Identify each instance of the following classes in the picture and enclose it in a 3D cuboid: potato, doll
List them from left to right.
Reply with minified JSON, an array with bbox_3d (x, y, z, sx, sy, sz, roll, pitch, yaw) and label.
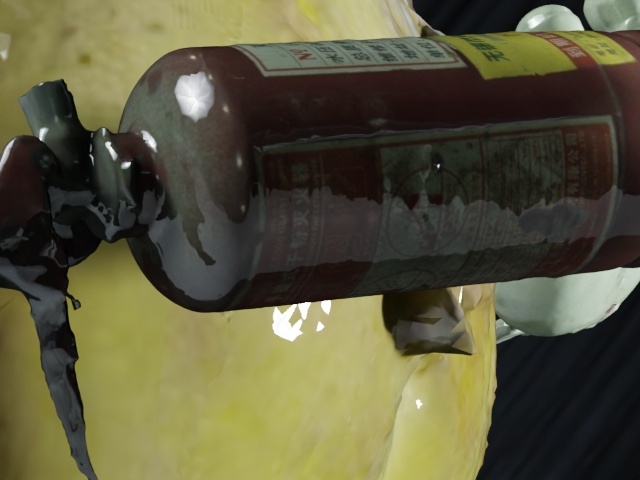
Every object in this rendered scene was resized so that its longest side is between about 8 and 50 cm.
[{"bbox_3d":[-0.099,0.090,0.785,0.319,0.385,0.442,-100,-175,-45],"label":"potato"},{"bbox_3d":[0.166,-0.027,1.202,0.113,0.155,0.275,37,-47,35],"label":"doll"}]

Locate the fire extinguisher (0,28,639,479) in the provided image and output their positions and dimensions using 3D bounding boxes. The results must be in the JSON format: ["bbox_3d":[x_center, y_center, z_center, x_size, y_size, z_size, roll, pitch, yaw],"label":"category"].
[{"bbox_3d":[0.002,-0.007,0.521,0.106,0.252,0.075,63,-36,32],"label":"fire extinguisher"}]
